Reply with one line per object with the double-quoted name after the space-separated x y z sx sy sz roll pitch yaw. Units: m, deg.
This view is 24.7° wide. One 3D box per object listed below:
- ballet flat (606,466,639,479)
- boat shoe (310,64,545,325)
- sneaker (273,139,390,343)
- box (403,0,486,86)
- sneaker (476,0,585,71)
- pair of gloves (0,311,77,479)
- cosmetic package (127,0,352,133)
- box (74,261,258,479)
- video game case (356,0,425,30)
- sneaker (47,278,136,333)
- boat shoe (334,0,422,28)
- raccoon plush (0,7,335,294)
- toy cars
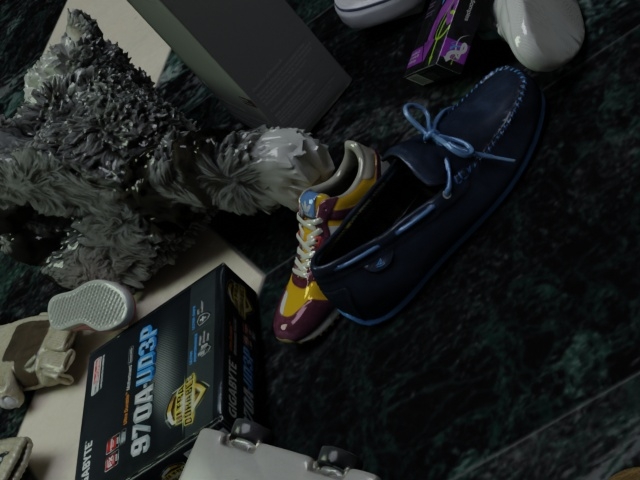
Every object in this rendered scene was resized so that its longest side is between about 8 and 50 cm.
0.147 0.264 0.836 0.116 0.124 0.342 -10 50 41 "ballet flat"
0.093 -0.047 1.219 0.109 0.089 0.258 21 73 53 "boat shoe"
0.000 0.000 1.278 0.069 0.084 0.185 12 66 51 "sneaker"
0.127 -0.225 1.331 0.116 0.029 0.162 178 113 -79 "box"
0.175 -0.203 1.308 0.094 0.080 0.212 -40 27 31 "sneaker"
-0.335 0.178 1.504 0.204 0.042 0.240 -15 45 39 "pair of gloves"
-0.092 -0.212 1.444 0.107 0.238 0.127 -52 34 -6 "cosmetic package"
-0.136 0.141 1.299 0.175 0.051 0.220 -34 31 20 "box"
0.084 -0.275 1.514 0.087 0.011 0.122 -11 49 41 "video game case"
-0.205 0.066 1.437 0.134 0.070 0.051 -9 82 48 "sneaker"
0.108 -0.317 1.447 0.258 0.084 0.095 -39 41 5 "boat shoe"
-0.147 -0.109 1.511 0.446 0.216 0.299 2 44 22 "raccoon plush"
-0.107 0.260 1.152 0.393 0.087 0.176 -30 47 18 "toy cars"
